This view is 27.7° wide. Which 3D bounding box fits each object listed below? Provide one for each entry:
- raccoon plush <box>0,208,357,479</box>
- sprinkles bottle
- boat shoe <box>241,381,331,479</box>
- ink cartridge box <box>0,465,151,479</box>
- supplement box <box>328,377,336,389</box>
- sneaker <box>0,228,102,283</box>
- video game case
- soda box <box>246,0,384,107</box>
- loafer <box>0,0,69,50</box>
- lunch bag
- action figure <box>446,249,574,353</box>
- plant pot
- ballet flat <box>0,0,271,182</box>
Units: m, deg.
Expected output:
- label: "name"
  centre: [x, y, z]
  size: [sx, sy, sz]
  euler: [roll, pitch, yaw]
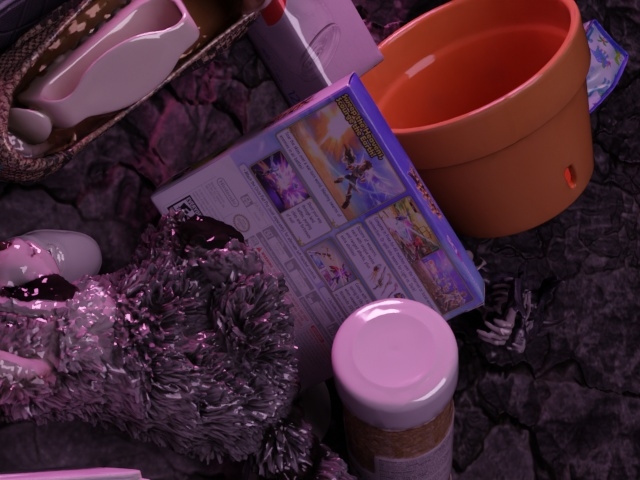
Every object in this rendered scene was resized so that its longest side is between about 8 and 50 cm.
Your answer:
- label: "raccoon plush"
  centre: [-0.143, 0.171, 1.199]
  size: [0.446, 0.216, 0.299]
  euler: [48, 47, 4]
- label: "sprinkles bottle"
  centre: [0.083, 0.196, 1.363]
  size: [0.121, 0.355, 0.121]
  euler: [-2, 58, 4]
- label: "boat shoe"
  centre: [-0.052, 0.241, 1.414]
  size: [0.079, 0.081, 0.227]
  euler: [27, 51, -15]
- label: "ink cartridge box"
  centre: [-0.284, 0.379, 1.037]
  size: [0.279, 0.160, 0.384]
  euler: [2, 85, -31]
- label: "supplement box"
  centre: [0.033, 0.080, 1.462]
  size: [0.239, 0.130, 0.073]
  euler: [50, 23, -19]
- label: "sneaker"
  centre: [-0.301, 0.029, 1.268]
  size: [0.212, 0.094, 0.080]
  euler: [-9, 86, -36]
- label: "video game case"
  centre: [0.000, 0.000, 1.347]
  size: [0.269, 0.244, 0.061]
  euler: [57, 19, -15]
- label: "soda box"
  centre: [-0.050, -0.298, 1.494]
  size: [0.098, 0.091, 0.286]
  euler: [-39, 104, -32]
- label: "loafer"
  centre: [-0.285, -0.292, 1.339]
  size: [0.095, 0.109, 0.302]
  euler: [45, 53, 2]
- label: "lunch bag"
  centre: [0.311, -0.201, 1.704]
  size: [0.096, 0.129, 0.151]
  euler: [38, 64, -23]
- label: "action figure"
  centre: [0.177, 0.076, 1.558]
  size: [0.276, 0.164, 0.140]
  euler: [29, 55, -18]
- label: "plant pot"
  centre: [0.199, -0.140, 1.546]
  size: [0.291, 0.291, 0.203]
  euler: [-49, 126, -30]
- label: "ballet flat"
  centre: [-0.153, -0.227, 1.296]
  size: [0.483, 0.182, 0.164]
  euler: [-45, 117, -16]
